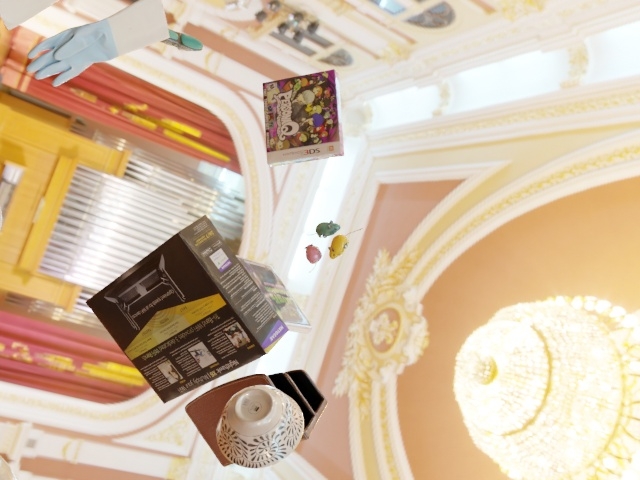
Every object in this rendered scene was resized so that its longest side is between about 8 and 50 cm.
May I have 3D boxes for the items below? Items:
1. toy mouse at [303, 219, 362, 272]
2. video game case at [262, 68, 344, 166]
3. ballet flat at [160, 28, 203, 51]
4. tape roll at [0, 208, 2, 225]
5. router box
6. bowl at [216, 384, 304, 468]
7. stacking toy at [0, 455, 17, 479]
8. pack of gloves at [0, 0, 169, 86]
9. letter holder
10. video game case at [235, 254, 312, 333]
[{"bbox_3d":[0.000,0.000,1.517,0.161,0.031,0.143,-51,-137,-8],"label":"toy mouse"},{"bbox_3d":[-0.047,-0.325,1.694,0.210,0.042,0.232,-6,-97,17],"label":"video game case"},{"bbox_3d":[-0.328,-0.457,1.456,0.041,0.114,0.041,-23,-119,50],"label":"ballet flat"},{"bbox_3d":[-0.718,0.001,1.139,0.169,0.246,0.246,-58,-154,34],"label":"tape roll"},{"bbox_3d":[-0.240,0.131,1.112,0.309,0.243,0.081,-30,-172,36],"label":"router box"},{"bbox_3d":[-0.119,0.331,1.196,0.170,0.170,0.080,-99,-177,-48],"label":"bowl"},{"bbox_3d":[-0.272,0.264,0.396,0.141,0.141,0.330,-66,-154,5],"label":"stacking toy"},{"bbox_3d":[-0.349,-0.345,0.929,0.046,0.232,0.195,45,-25,27],"label":"pack of gloves"},{"bbox_3d":[-0.175,0.428,1.660,0.302,0.214,0.152,-28,-170,30],"label":"letter holder"},{"bbox_3d":[-0.106,0.105,1.248,0.022,0.190,0.173,-41,-115,13],"label":"video game case"}]
